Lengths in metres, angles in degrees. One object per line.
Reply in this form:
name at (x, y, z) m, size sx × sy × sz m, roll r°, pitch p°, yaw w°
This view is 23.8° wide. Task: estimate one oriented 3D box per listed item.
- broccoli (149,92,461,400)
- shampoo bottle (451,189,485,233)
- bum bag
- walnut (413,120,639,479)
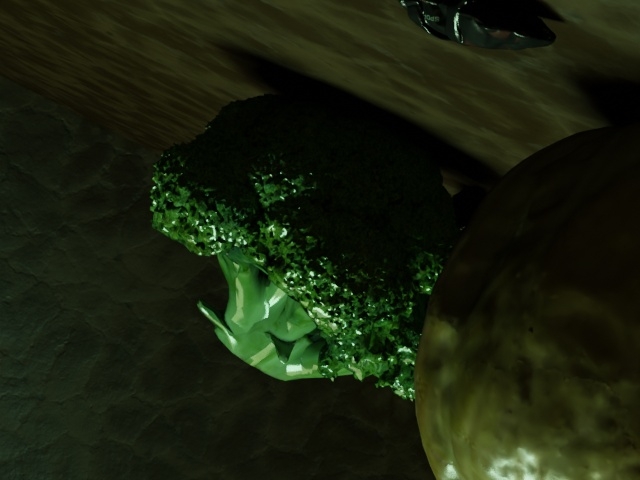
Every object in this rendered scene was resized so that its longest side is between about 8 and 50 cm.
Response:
broccoli at (-0.001, -0.004, 1.692) m, size 0.413 × 0.321 × 0.310 m, roll 29°, pitch 146°, yaw -22°
shampoo bottle at (0.182, -0.022, 1.877) m, size 0.067 × 0.068 × 0.236 m, roll 22°, pitch 177°, yaw 11°
bum bag at (0.099, -0.145, 1.001) m, size 0.058 × 0.034 × 0.124 m, roll 11°, pitch -174°, yaw -35°
walnut at (0.221, 0.087, 1.088) m, size 0.306 × 0.344 × 0.306 m, roll 35°, pitch 175°, yaw 4°
